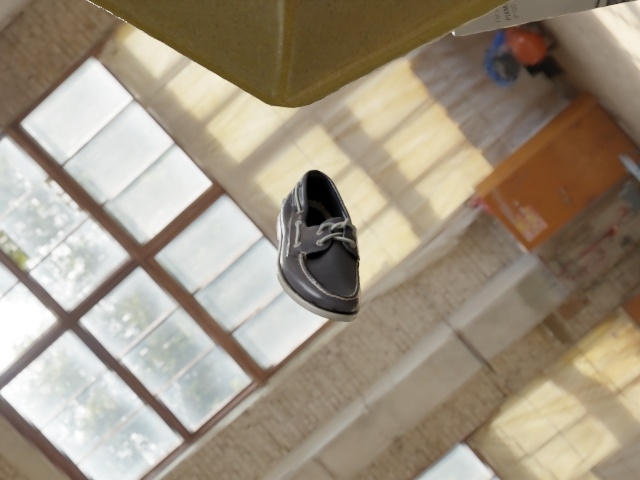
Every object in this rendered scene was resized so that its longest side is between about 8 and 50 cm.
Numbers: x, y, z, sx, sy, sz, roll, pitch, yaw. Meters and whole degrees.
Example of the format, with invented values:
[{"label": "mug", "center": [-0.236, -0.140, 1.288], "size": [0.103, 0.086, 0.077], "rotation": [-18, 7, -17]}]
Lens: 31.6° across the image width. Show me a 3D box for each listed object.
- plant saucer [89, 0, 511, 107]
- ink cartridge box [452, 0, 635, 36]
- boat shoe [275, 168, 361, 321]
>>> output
[{"label": "plant saucer", "center": [-0.062, -0.208, 0.526], "size": [0.332, 0.081, 0.333], "rotation": [27, 159, -23]}, {"label": "ink cartridge box", "center": [0.221, -0.279, 0.841], "size": [0.117, 0.283, 0.207], "rotation": [65, -157, -44]}, {"label": "boat shoe", "center": [0.000, 0.000, 1.050], "size": [0.075, 0.065, 0.206], "rotation": [13, -154, -17]}]
